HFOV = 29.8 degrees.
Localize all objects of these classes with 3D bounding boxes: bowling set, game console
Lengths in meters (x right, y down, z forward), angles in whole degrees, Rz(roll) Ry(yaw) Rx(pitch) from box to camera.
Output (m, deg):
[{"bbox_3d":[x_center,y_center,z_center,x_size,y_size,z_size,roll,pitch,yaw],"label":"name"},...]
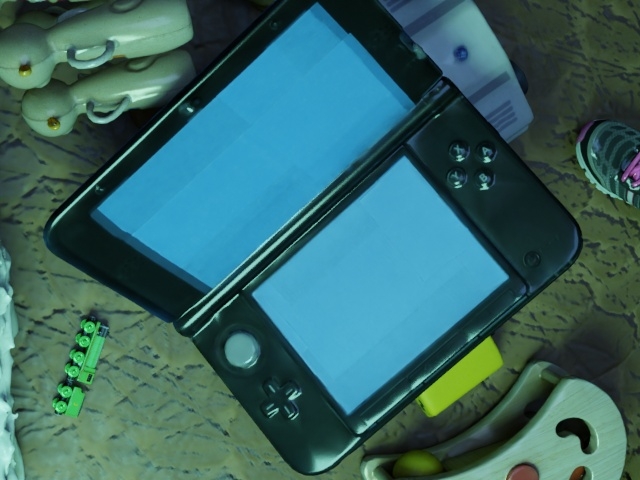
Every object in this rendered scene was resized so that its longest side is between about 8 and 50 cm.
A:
[{"bbox_3d":[-0.176,-0.136,0.874,0.154,0.287,0.199,-15,129,-7],"label":"bowling set"},{"bbox_3d":[0.000,0.000,0.872,0.293,0.173,0.250,-42,76,11],"label":"game console"}]

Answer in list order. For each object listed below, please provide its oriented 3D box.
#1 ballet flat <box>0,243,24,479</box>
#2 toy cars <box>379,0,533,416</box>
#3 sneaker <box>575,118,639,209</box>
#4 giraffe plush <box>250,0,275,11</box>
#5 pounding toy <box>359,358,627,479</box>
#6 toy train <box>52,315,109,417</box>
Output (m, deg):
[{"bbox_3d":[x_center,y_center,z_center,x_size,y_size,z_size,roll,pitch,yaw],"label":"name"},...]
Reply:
[{"bbox_3d":[-0.278,0.113,0.879,0.147,0.147,0.408,-2,99,-14],"label":"ballet flat"},{"bbox_3d":[0.094,-0.047,0.984,0.177,0.087,0.393,6,91,-14],"label":"toy cars"},{"bbox_3d":[0.297,-0.047,1.041,0.170,0.075,0.063,41,83,-12],"label":"sneaker"},{"bbox_3d":[-0.007,-0.249,0.920,0.171,0.210,0.181,-15,116,27],"label":"giraffe plush"},{"bbox_3d":[0.182,0.192,0.980,0.270,0.155,0.154,-9,99,-13],"label":"pounding toy"},{"bbox_3d":[-0.190,0.101,0.956,0.024,0.017,0.083,21,87,-24],"label":"toy train"}]
